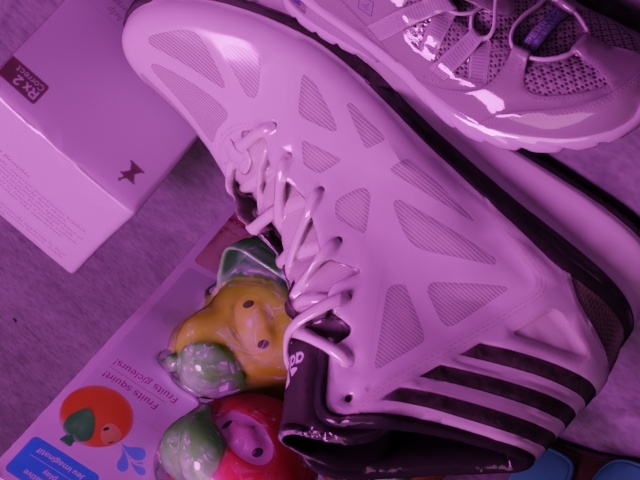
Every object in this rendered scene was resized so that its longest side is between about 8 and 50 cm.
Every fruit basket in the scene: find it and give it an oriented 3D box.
[{"bbox_3d":[-0.020,0.138,1.402,0.327,0.353,0.165,32,137,13],"label":"fruit basket"}]

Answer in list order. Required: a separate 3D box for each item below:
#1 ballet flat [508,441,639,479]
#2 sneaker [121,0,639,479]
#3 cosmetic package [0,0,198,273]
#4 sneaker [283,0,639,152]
[{"bbox_3d":[0.231,0.226,1.527,0.280,0.095,0.096,22,159,47],"label":"ballet flat"},{"bbox_3d":[0.001,0.000,1.267,0.447,0.257,0.169,34,152,9],"label":"sneaker"},{"bbox_3d":[-0.190,-0.095,1.458,0.151,0.151,0.184,41,152,-8],"label":"cosmetic package"},{"bbox_3d":[0.084,-0.146,1.116,0.281,0.105,0.115,26,150,23],"label":"sneaker"}]
